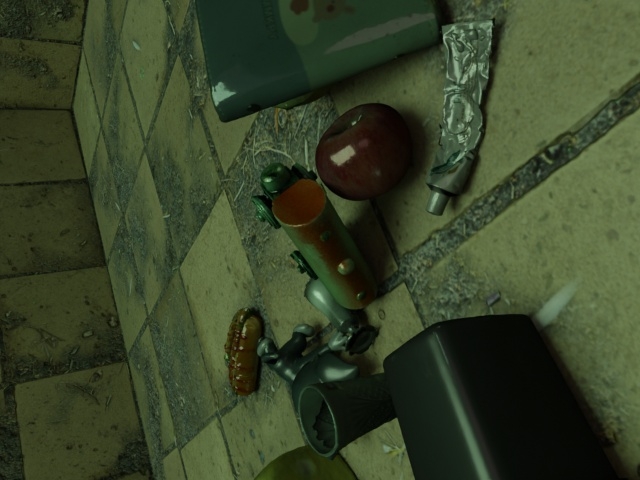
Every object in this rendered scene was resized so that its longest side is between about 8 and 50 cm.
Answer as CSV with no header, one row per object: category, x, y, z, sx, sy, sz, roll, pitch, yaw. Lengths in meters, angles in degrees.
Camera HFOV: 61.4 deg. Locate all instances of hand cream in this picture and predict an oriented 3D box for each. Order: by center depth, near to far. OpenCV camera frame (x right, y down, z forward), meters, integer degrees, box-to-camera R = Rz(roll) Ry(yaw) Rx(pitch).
hand cream,0.181,-0.158,0.723,0.084,0.050,0.256,22,111,50

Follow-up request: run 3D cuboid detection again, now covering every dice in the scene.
dice,-0.029,0.521,1.052,0.169,0.169,0.166,45,130,44

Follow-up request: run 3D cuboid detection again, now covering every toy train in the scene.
toy train,0.000,0.000,0.871,0.177,0.116,0.285,46,172,44

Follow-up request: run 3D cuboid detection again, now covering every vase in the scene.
vase,0.084,0.229,0.781,0.096,0.219,0.096,17,110,54

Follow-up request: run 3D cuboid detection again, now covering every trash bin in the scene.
trash bin,0.206,0.241,0.618,0.182,0.210,0.290,-52,48,49

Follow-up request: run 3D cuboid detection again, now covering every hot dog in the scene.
hot dog,-0.199,0.277,1.356,0.104,0.076,0.250,38,128,48

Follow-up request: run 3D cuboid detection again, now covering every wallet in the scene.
wallet,-0.020,-0.345,0.799,0.360,0.083,0.252,-17,79,14

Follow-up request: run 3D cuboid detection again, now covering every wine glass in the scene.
wine glass,0.033,0.130,0.976,0.155,0.072,0.072,50,134,40

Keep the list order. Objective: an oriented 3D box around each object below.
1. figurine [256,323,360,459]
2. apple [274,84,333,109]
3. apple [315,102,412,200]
figurine,-0.023,0.247,1.029,0.265,0.140,0.193,31,105,24
apple,-0.051,-0.331,0.930,0.188,0.174,0.207,21,103,19
apple,0.066,-0.129,0.812,0.120,0.153,0.153,51,158,-27
